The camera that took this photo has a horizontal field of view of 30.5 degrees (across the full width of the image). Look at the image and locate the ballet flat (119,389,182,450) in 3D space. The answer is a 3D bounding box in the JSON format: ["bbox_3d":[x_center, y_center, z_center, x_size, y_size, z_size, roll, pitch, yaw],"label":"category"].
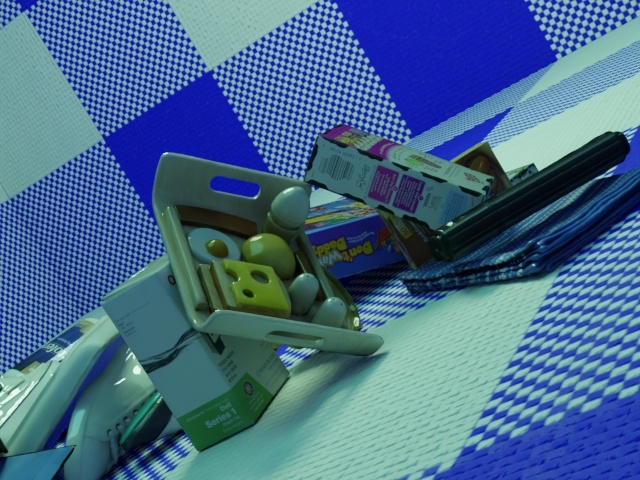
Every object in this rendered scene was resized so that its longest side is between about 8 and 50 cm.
[{"bbox_3d":[-0.201,0.216,1.585,0.074,0.074,0.203,-26,25,34],"label":"ballet flat"}]

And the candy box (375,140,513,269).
[{"bbox_3d":[0.186,-0.050,1.702,0.186,0.109,0.053,-32,5,-3],"label":"candy box"}]

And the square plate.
[{"bbox_3d":[-0.389,0.247,1.732,0.347,0.049,0.344,-55,4,7],"label":"square plate"}]

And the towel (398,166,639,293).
[{"bbox_3d":[0.260,-0.019,1.462,0.243,0.040,0.336,-33,7,-23],"label":"towel"}]

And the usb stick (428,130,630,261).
[{"bbox_3d":[0.254,-0.054,1.439,0.278,0.045,0.077,-30,-3,-11],"label":"usb stick"}]

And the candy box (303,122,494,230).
[{"bbox_3d":[0.110,-0.082,1.587,0.159,0.233,0.071,-41,-30,-72],"label":"candy box"}]

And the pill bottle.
[{"bbox_3d":[-0.473,0.266,2.090,0.264,0.153,0.153,-37,9,-34],"label":"pill bottle"}]

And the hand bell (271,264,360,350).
[{"bbox_3d":[-0.075,0.144,1.578,0.242,0.126,0.126,-41,3,22],"label":"hand bell"}]

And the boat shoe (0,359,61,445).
[{"bbox_3d":[-0.472,0.244,1.790,0.095,0.084,0.258,-55,3,22],"label":"boat shoe"}]

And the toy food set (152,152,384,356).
[{"bbox_3d":[-0.066,0.012,1.419,0.092,0.219,0.306,-62,33,28],"label":"toy food set"}]

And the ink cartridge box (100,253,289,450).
[{"bbox_3d":[-0.151,0.122,1.455,0.092,0.219,0.160,-29,8,22],"label":"ink cartridge box"}]

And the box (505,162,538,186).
[{"bbox_3d":[0.272,-0.077,1.859,0.094,0.027,0.137,-36,9,-30],"label":"box"}]

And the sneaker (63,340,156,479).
[{"bbox_3d":[-0.258,0.235,1.627,0.123,0.106,0.290,7,36,12],"label":"sneaker"}]

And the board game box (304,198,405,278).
[{"bbox_3d":[0.000,0.000,1.879,0.233,0.078,0.347,-15,8,-17],"label":"board game box"}]

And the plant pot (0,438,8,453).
[{"bbox_3d":[-0.525,0.254,1.542,0.165,0.167,0.167,-32,7,-18],"label":"plant pot"}]

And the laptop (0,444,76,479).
[{"bbox_3d":[-0.550,0.358,1.370,0.408,0.236,0.382,9,-17,-31],"label":"laptop"}]
